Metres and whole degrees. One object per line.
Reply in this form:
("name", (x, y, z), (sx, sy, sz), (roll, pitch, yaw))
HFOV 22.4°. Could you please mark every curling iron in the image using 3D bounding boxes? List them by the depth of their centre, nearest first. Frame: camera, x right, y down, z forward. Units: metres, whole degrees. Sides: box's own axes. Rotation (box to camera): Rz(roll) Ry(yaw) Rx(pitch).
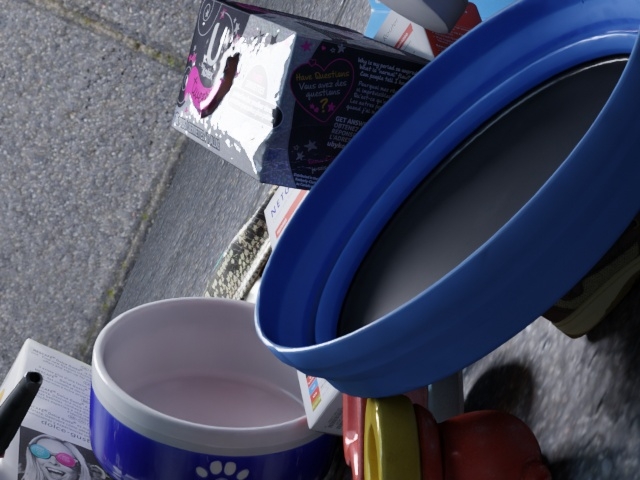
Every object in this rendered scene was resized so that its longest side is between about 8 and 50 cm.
("curling iron", (-0.323, 0.201, 1.531), (0.068, 0.035, 0.274), (-23, -16, -48))

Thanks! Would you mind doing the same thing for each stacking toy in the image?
("stacking toy", (0.094, 0.216, 1.313), (0.309, 0.130, 0.280), (-102, 12, -72))

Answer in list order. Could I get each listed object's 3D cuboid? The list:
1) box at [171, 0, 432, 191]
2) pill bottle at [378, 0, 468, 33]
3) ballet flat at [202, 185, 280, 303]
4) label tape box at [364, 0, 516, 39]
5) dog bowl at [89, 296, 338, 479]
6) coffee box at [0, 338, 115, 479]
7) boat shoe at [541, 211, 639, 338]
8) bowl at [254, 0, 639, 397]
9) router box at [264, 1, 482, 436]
("box", (-0.018, -0.135, 1.512), (0.247, 0.163, 0.142), (32, 110, 62))
("pill bottle", (0.154, -0.355, 1.464), (0.323, 0.181, 0.181), (-57, 14, -2))
("ballet flat", (0.000, 0.000, 1.860), (0.483, 0.164, 0.182), (-60, 35, 19))
("label tape box", (0.155, -0.337, 1.641), (0.240, 0.106, 0.334), (11, 75, 39))
("dog bowl", (-0.108, 0.167, 1.681), (0.265, 0.265, 0.104), (-95, 12, -63))
("coffee box", (-0.255, 0.377, 1.751), (0.338, 0.338, 0.334), (-58, 16, 22))
("boat shoe", (0.218, -0.019, 1.190), (0.223, 0.073, 0.080), (-57, 17, 35))
("bowl", (0.114, -0.042, 1.226), (0.391, 0.077, 0.391), (-40, 20, 17))
("router box", (0.071, -0.025, 1.570), (0.335, 0.082, 0.301), (-55, 34, 38))
